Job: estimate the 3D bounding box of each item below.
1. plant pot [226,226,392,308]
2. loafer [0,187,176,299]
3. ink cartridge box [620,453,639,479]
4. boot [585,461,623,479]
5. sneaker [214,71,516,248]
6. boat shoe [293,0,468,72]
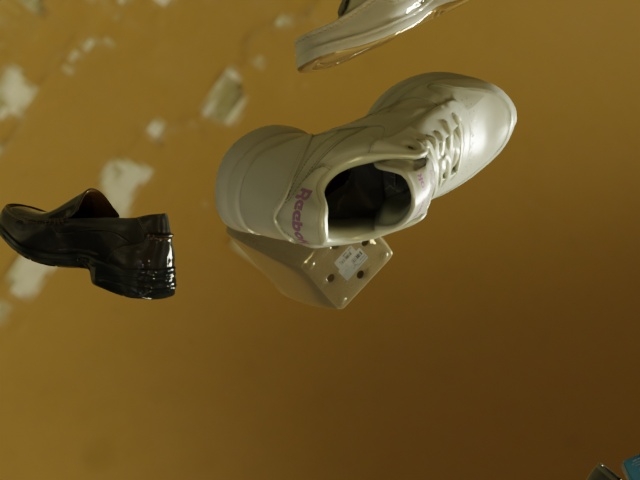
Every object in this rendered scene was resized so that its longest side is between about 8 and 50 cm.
[{"bbox_3d":[0.000,0.000,1.730,0.109,0.109,0.096,-47,-142,-7],"label":"plant pot"},{"bbox_3d":[-0.166,-0.008,1.349,0.062,0.170,0.061,-6,109,-54],"label":"loafer"},{"bbox_3d":[0.402,0.288,2.108,0.088,0.122,0.052,-24,166,-1],"label":"ink cartridge box"},{"bbox_3d":[0.228,0.314,1.900,0.208,0.190,0.076,-56,-170,15],"label":"boot"},{"bbox_3d":[0.066,-0.054,1.557,0.305,0.114,0.152,-22,-150,-35],"label":"sneaker"},{"bbox_3d":[0.065,-0.257,1.952,0.277,0.096,0.098,-31,-172,-37],"label":"boat shoe"}]
